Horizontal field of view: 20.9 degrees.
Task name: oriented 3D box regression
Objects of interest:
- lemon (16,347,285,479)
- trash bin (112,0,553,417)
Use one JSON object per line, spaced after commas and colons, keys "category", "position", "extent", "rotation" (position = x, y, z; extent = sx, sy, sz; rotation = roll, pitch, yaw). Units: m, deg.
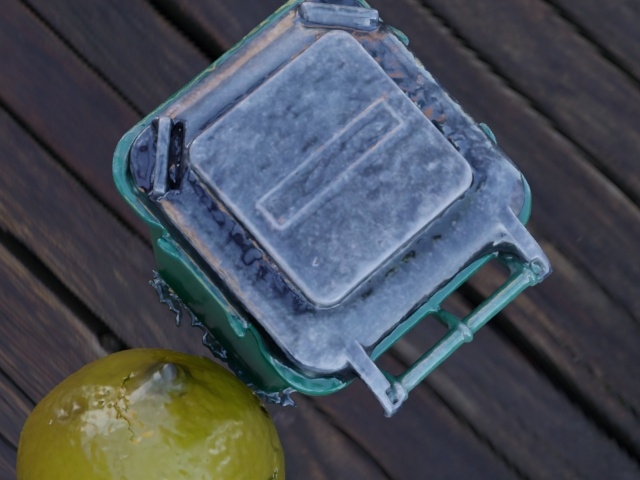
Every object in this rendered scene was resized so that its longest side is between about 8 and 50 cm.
{"category": "lemon", "position": [-0.155, 0.208, 1.526], "extent": [0.228, 0.253, 0.228], "rotation": [15, 63, -32]}
{"category": "trash bin", "position": [0.000, 0.000, 1.462], "extent": [0.259, 0.381, 0.295], "rotation": [-41, 85, -14]}
